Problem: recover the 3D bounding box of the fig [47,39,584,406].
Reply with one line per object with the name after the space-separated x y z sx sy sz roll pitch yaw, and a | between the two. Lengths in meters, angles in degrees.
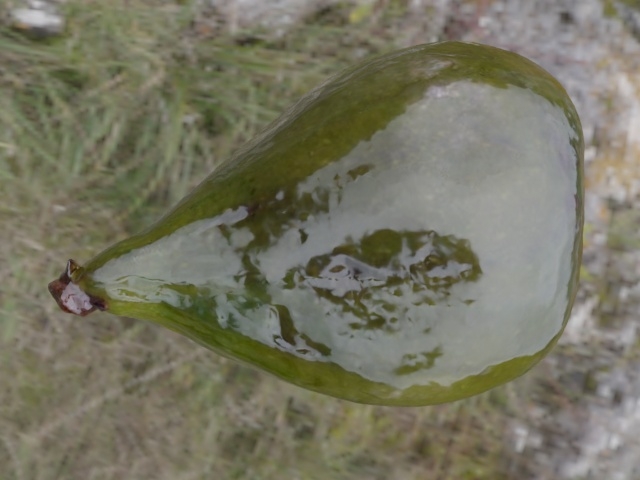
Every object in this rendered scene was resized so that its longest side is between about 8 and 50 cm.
0.004 -0.011 0.615 0.127 0.184 0.133 -76 170 -53 | fig
